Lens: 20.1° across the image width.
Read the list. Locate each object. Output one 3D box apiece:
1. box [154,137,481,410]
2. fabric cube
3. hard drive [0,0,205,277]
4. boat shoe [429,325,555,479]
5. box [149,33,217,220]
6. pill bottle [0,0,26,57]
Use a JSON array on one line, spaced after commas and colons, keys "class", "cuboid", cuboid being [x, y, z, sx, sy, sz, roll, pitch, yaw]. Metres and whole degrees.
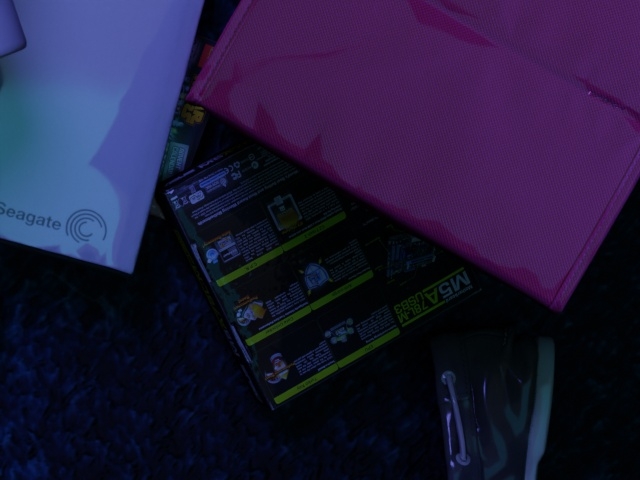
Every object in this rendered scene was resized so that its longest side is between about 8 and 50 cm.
[{"class": "box", "cuboid": [0.000, 0.000, 1.331, 0.191, 0.045, 0.184, -30, 106, -15]}, {"class": "fabric cube", "cuboid": [0.090, -0.134, 1.166, 0.258, 0.254, 0.259, 30, 94, -2]}, {"class": "hard drive", "cuboid": [-0.199, -0.174, 1.253, 0.233, 0.047, 0.353, 16, 84, -13]}, {"class": "boat shoe", "cuboid": [0.115, 0.230, 1.361, 0.095, 0.112, 0.335, 5, 84, 5]}, {"class": "box", "cuboid": [-0.131, -0.093, 1.315, 0.094, 0.027, 0.137, 20, 92, -14]}, {"class": "pill bottle", "cuboid": [-0.317, -0.261, 1.089, 0.210, 0.210, 0.363, -20, 99, -9]}]
